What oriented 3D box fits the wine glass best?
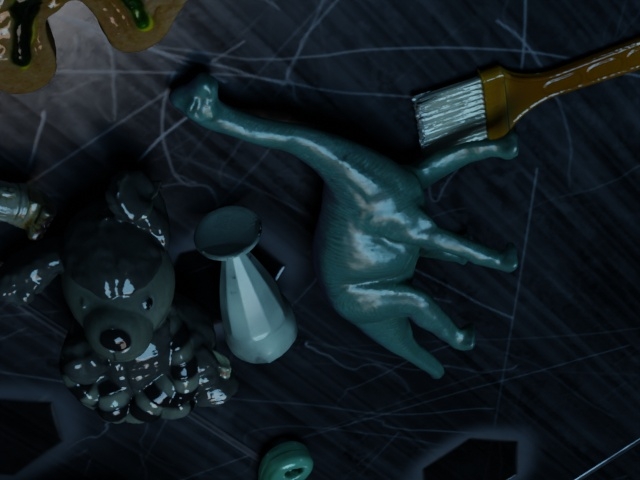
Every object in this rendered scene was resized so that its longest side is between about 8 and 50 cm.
[{"bbox_3d":[-0.068,0.039,1.779,0.073,0.073,0.155,-19,136,-4],"label":"wine glass"}]

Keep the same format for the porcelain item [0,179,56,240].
[{"bbox_3d":[-0.322,-0.045,1.583,0.213,0.054,0.084,12,131,-32],"label":"porcelain item"}]

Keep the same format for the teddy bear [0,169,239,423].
[{"bbox_3d":[-0.192,0.066,1.699,0.171,0.144,0.251,-14,138,11],"label":"teddy bear"}]

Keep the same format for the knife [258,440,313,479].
[{"bbox_3d":[-0.052,0.301,2.101,0.063,0.034,0.260,-11,145,-23],"label":"knife"}]

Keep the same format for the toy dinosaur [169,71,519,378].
[{"bbox_3d":[0.000,0.000,1.764,0.331,0.129,0.383,5,136,-12],"label":"toy dinosaur"}]

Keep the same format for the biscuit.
[{"bbox_3d":[-0.216,-0.243,1.425,0.202,0.047,0.333,-19,139,-4],"label":"biscuit"}]

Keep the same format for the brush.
[{"bbox_3d":[0.235,-0.152,1.749,0.314,0.017,0.090,-19,142,-5],"label":"brush"}]
